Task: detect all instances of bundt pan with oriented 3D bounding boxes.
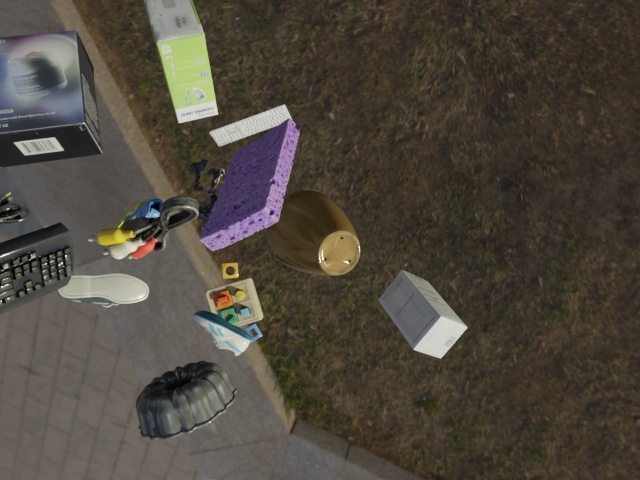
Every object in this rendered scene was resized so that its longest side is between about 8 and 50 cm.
[{"bbox_3d":[-0.450,0.501,1.772,0.331,0.331,0.124,-13,103,20],"label":"bundt pan"}]

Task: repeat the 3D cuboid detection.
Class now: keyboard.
[{"bbox_3d":[-0.512,0.048,0.782,0.033,0.317,0.201,28,128,29],"label":"keyboard"},{"bbox_3d":[-0.221,-0.365,1.728,0.256,0.014,0.072,-18,151,8],"label":"keyboard"}]

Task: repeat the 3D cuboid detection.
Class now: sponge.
[{"bbox_3d":[-0.096,-0.084,0.778,0.117,0.210,0.031,-23,127,28],"label":"sponge"}]

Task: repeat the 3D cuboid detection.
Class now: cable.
[{"bbox_3d":[-0.325,-0.011,1.078,0.287,0.072,0.140,-11,152,36],"label":"cable"}]

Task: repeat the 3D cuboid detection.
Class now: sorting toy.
[{"bbox_3d":[-0.347,0.261,2.193,0.196,0.047,0.347,-17,96,-7],"label":"sorting toy"}]

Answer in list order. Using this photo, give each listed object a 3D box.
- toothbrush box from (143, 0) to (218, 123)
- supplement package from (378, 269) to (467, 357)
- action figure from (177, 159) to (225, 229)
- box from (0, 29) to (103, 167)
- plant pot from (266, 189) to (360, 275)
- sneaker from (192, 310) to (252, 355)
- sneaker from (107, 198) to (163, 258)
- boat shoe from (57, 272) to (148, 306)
[{"bbox_3d":[-0.371,-0.493,1.455,0.122,0.206,0.283,-15,151,-12],"label":"toothbrush box"},{"bbox_3d":[0.316,0.228,1.710,0.134,0.244,0.139,24,111,-35],"label":"supplement package"},{"bbox_3d":[-0.373,-0.120,1.801,0.164,0.275,0.141,12,148,-38],"label":"action figure"},{"bbox_3d":[-0.769,-0.378,1.453,0.297,0.182,0.293,-10,72,-10],"label":"box"},{"bbox_3d":[0.000,0.000,1.483,0.237,0.254,0.236,-6,106,-20],"label":"plant pot"},{"bbox_3d":[-0.367,0.335,1.970,0.229,0.087,0.092,32,102,-5],"label":"sneaker"},{"bbox_3d":[-0.574,-0.051,1.704,0.126,0.240,0.091,-20,128,41],"label":"sneaker"},{"bbox_3d":[-0.654,0.153,1.640,0.255,0.079,0.095,0,76,-23],"label":"boat shoe"}]
